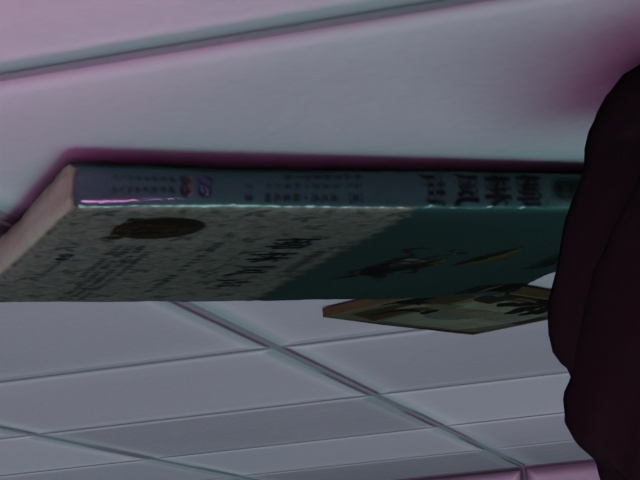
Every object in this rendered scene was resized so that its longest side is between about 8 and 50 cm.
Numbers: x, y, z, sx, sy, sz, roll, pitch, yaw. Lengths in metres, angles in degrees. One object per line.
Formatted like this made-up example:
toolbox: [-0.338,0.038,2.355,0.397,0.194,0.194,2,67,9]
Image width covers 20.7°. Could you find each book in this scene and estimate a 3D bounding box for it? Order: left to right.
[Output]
book: [0.000,0.000,1.048,0.379,0.031,0.264,0,167,-22]

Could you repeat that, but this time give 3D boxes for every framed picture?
framed picture: [0.117,0.054,1.391,0.136,0.010,0.201,-16,163,38]

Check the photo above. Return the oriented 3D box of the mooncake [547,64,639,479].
mooncake: [0.297,0.066,0.789,0.381,0.212,0.350,12,-161,-19]
